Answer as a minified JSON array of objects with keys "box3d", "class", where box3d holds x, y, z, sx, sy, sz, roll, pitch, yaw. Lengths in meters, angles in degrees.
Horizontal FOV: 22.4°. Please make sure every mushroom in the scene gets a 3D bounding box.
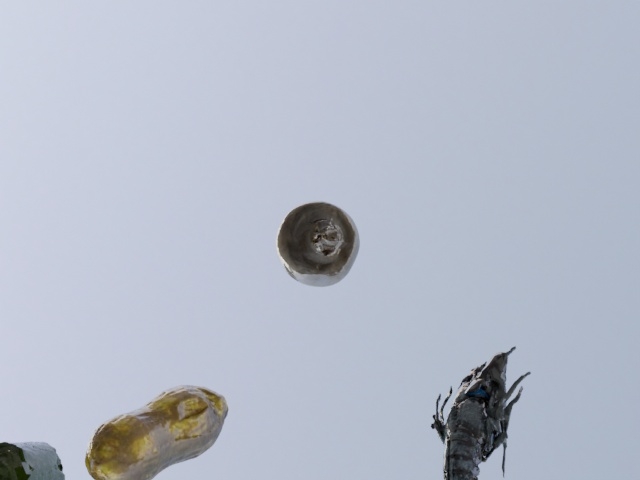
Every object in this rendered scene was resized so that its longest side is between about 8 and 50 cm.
[{"box3d":[0.000,0.000,1.549,0.085,0.079,0.085,3,-107,-9],"class":"mushroom"}]

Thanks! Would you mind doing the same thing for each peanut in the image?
[{"box3d":[-0.185,0.222,1.839,0.087,0.087,0.207,7,-161,36],"class":"peanut"}]

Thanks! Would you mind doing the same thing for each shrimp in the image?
[{"box3d":[0.142,0.173,1.441,0.082,0.076,0.174,-13,-126,36],"class":"shrimp"}]

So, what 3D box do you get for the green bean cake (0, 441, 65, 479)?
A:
[{"box3d":[-0.421,0.368,1.905,0.247,0.156,0.250,-9,-96,16],"class":"green bean cake"}]
